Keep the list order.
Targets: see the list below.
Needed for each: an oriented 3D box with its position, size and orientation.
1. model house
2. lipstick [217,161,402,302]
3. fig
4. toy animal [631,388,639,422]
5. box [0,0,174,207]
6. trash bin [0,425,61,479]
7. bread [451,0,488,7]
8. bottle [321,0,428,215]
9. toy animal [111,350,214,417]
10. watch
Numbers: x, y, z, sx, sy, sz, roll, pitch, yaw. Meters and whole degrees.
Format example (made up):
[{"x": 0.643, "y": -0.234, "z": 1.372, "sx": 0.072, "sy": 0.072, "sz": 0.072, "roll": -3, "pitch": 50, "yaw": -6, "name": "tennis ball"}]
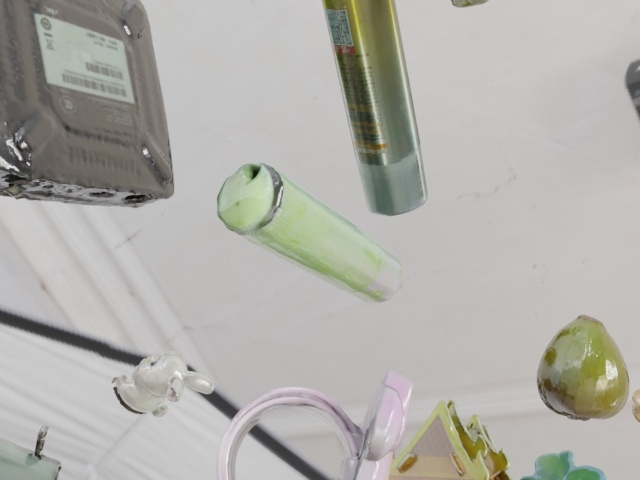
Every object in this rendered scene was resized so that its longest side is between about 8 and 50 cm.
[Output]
[{"x": 0.236, "y": 0.394, "z": 1.231, "sx": 0.357, "sy": 0.313, "sz": 0.242, "roll": -13, "pitch": -34, "yaw": 44, "name": "model house"}, {"x": 0.000, "y": 0.000, "z": 0.868, "sx": 0.076, "sy": 0.304, "sz": 0.076, "roll": -9, "pitch": -110, "yaw": 26, "name": "lipstick"}, {"x": 0.217, "y": 0.105, "z": 0.673, "sx": 0.074, "sy": 0.074, "sz": 0.088, "roll": 4, "pitch": -95, "yaw": 29, "name": "fig"}, {"x": 0.342, "y": 0.152, "z": 0.796, "sx": 0.060, "sy": 0.083, "sz": 0.081, "roll": 47, "pitch": -20, "yaw": -7, "name": "toy animal"}, {"x": -0.339, "y": -0.219, "z": 1.086, "sx": 0.091, "sy": 0.359, "sz": 0.350, "roll": -14, "pitch": -98, "yaw": 27, "name": "box"}, {"x": -0.472, "y": 0.313, "z": 0.951, "sx": 0.262, "sy": 0.277, "sz": 0.217, "roll": 27, "pitch": -15, "yaw": -13, "name": "trash bin"}, {"x": 0.159, "y": -0.288, "z": 0.802, "sx": 0.156, "sy": 0.103, "sz": 0.110, "roll": -3, "pitch": -75, "yaw": 9, "name": "bread"}, {"x": 0.066, "y": -0.169, "z": 0.956, "sx": 0.082, "sy": 0.082, "sz": 0.286, "roll": 2, "pitch": -60, "yaw": 29, "name": "bottle"}, {"x": -0.208, "y": 0.182, "z": 1.052, "sx": 0.124, "sy": 0.071, "sz": 0.085, "roll": -35, "pitch": -108, "yaw": 37, "name": "toy animal"}, {"x": -0.014, "y": 0.269, "z": 1.047, "sx": 0.217, "sy": 0.248, "sz": 0.211, "roll": 16, "pitch": -16, "yaw": 3, "name": "watch"}]
